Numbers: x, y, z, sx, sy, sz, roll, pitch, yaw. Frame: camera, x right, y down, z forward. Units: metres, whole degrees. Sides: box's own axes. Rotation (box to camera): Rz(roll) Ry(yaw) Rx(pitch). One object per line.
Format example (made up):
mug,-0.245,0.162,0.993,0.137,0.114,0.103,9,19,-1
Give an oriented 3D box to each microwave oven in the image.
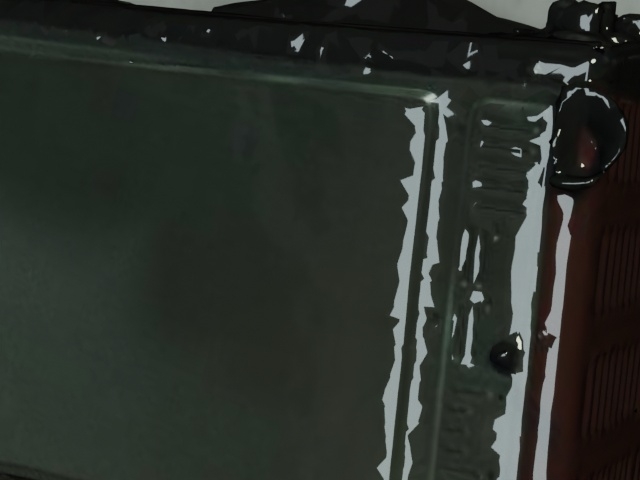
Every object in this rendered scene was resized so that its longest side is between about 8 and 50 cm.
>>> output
microwave oven,0.001,0.001,0.603,0.247,0.178,0.188,9,98,23
